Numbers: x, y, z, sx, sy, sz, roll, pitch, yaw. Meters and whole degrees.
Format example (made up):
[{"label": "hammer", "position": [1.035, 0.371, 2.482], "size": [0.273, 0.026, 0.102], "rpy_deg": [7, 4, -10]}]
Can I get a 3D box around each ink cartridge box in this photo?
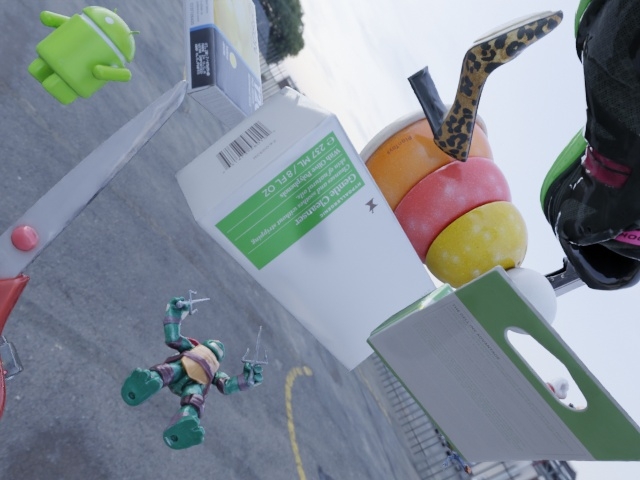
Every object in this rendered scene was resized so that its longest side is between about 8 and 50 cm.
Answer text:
[{"label": "ink cartridge box", "position": [-0.169, -0.369, 0.907], "size": [0.307, 0.072, 0.303], "rpy_deg": [25, 58, -73]}, {"label": "ink cartridge box", "position": [0.155, 0.117, 0.417], "size": [0.171, 0.056, 0.235], "rpy_deg": [51, -32, 8]}]

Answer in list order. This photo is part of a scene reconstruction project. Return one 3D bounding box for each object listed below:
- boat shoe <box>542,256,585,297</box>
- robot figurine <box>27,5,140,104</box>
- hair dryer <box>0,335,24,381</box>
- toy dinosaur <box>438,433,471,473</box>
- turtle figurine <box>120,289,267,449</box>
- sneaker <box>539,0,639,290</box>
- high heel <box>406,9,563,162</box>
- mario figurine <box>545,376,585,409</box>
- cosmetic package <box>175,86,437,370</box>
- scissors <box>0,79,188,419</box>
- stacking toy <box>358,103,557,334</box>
[{"label": "boat shoe", "position": [0.627, 0.076, 1.148], "size": [0.076, 0.229, 0.080], "rpy_deg": [58, 24, 3]}, {"label": "robot figurine", "position": [-0.251, -0.201, 0.491], "size": [0.101, 0.115, 0.067], "rpy_deg": [45, -8, 10]}, {"label": "hair dryer", "position": [-0.548, 0.095, 0.660], "size": [0.224, 0.080, 0.293], "rpy_deg": [-20, -78, 50]}, {"label": "toy dinosaur", "position": [0.268, 0.405, 0.886], "size": [0.082, 0.090, 0.047], "rpy_deg": [47, -39, 25]}, {"label": "turtle figurine", "position": [-0.169, 0.175, 0.644], "size": [0.175, 0.118, 0.234], "rpy_deg": [31, 17, 0]}, {"label": "sneaker", "position": [0.342, -0.090, 0.448], "size": [0.482, 0.186, 0.202], "rpy_deg": [55, 30, -57]}, {"label": "high heel", "position": [0.289, -0.242, 0.754], "size": [0.093, 0.261, 0.186], "rpy_deg": [-44, 109, -40]}, {"label": "mario figurine", "position": [0.590, 0.415, 1.165], "size": [0.321, 0.198, 0.170], "rpy_deg": [36, -19, -12]}, {"label": "cosmetic package", "position": [0.000, 0.000, 0.644], "size": [0.365, 0.197, 0.155], "rpy_deg": [50, -1, -38]}, {"label": "scissors", "position": [-0.197, 0.005, 0.278], "size": [0.109, 0.297, 0.021], "rpy_deg": [35, 11, 0]}, {"label": "stacking toy", "position": [0.290, -0.012, 0.935], "size": [0.479, 0.351, 0.350], "rpy_deg": [65, 5, 34]}]
